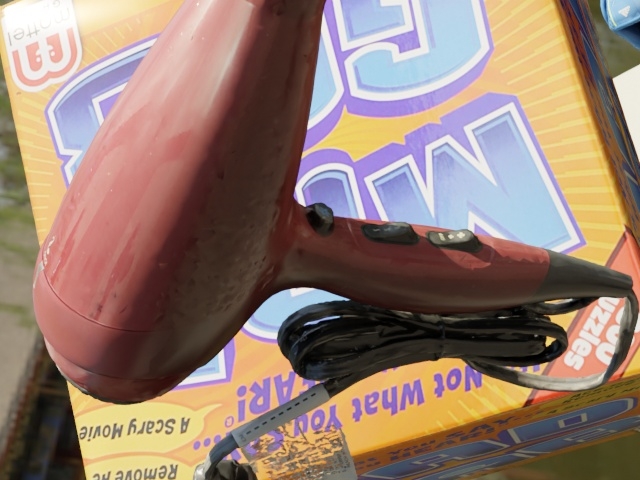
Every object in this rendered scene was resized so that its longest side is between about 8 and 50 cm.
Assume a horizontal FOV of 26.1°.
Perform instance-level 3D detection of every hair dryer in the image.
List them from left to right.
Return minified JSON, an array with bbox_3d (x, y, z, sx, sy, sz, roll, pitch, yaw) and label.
[{"bbox_3d":[0.000,0.000,0.539,0.080,0.223,0.293,59,175,41],"label":"hair dryer"}]

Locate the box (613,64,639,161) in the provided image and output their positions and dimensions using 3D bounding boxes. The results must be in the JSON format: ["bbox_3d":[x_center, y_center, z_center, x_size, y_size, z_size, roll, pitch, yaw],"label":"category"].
[{"bbox_3d":[0.298,-0.043,1.276,0.094,0.113,0.275,50,-157,-28],"label":"box"}]

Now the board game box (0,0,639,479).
[{"bbox_3d":[0.043,-0.013,0.976,0.356,0.356,0.357,29,-136,-68],"label":"board game box"}]

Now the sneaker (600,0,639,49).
[{"bbox_3d":[0.280,-0.263,1.234,0.091,0.240,0.126,-25,22,35],"label":"sneaker"}]
